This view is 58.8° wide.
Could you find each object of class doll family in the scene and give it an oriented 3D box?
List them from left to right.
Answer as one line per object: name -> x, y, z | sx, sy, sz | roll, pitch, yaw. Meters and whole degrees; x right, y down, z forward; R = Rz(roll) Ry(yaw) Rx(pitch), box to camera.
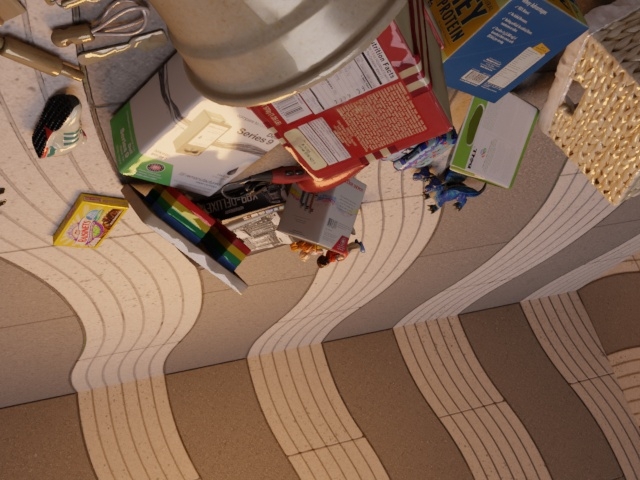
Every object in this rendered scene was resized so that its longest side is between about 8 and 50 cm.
doll family -> 0.000, 0.000, 1.618 | 0.163, 0.119, 0.263 | -21, -169, -16

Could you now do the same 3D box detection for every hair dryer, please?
hair dryer -> -0.038, -0.124, 1.154 | 0.293, 0.080, 0.223 | -17, -172, 6

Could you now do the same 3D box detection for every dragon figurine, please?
dragon figurine -> 0.373, -0.146, 1.555 | 0.288, 0.085, 0.144 | -5, 155, -20

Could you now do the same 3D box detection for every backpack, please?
backpack -> 0.181, -0.220, 1.187 | 0.158, 0.117, 0.173 | -34, 167, 38

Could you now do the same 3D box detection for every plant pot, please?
plant pot -> -0.103, -0.357, 0.549 | 0.333, 0.334, 0.305 | -25, 144, 21

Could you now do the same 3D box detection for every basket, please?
basket -> 0.659, -0.294, 1.105 | 0.331, 0.267, 0.328 | -25, 155, -5

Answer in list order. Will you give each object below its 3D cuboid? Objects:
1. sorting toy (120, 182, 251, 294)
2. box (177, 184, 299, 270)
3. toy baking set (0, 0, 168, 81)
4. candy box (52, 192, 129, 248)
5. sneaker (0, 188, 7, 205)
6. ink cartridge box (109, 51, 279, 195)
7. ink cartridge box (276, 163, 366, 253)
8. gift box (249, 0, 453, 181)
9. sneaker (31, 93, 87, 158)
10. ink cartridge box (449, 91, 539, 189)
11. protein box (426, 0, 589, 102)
sorting toy -> -0.267, -0.032, 1.187 | 0.089, 0.255, 0.257 | -51, 123, -4
box -> -0.212, -0.036, 1.448 | 0.307, 0.077, 0.242 | -16, 156, 0
toy baking set -> -0.357, -0.303, 0.816 | 0.196, 0.030, 0.256 | -28, 154, 27
candy box -> -0.530, -0.040, 1.304 | 0.105, 0.027, 0.206 | 9, 146, -39
sneaker -> -0.704, -0.079, 1.082 | 0.089, 0.051, 0.170 | -29, 158, 29
ink cartridge box -> -0.195, -0.214, 0.999 | 0.289, 0.122, 0.211 | -31, 153, 32
ink cartridge box -> 0.005, -0.078, 1.325 | 0.127, 0.176, 0.128 | 18, 177, 34
gift box -> 0.012, -0.271, 0.791 | 0.276, 0.258, 0.255 | -14, 142, 23
sneaker -> -0.438, -0.199, 0.986 | 0.161, 0.057, 0.075 | -36, 166, 37
ink cartridge box -> 0.340, -0.231, 1.209 | 0.255, 0.097, 0.189 | 10, 101, -44
protein box -> 0.289, -0.363, 0.950 | 0.199, 0.136, 0.201 | 5, 150, -38
